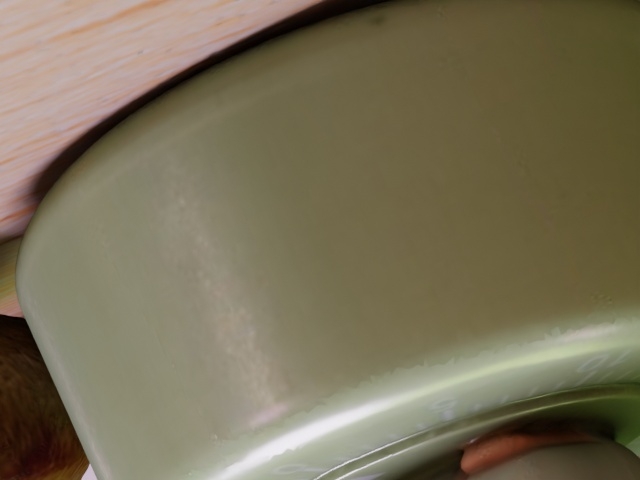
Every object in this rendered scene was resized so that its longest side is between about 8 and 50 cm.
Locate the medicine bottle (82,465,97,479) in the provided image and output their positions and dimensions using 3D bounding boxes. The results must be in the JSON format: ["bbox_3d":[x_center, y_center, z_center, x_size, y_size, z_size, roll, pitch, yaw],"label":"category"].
[{"bbox_3d":[-0.085,0.157,0.995,0.213,0.213,0.379,-24,-175,-2],"label":"medicine bottle"}]

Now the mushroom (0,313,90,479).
[{"bbox_3d":[-0.208,0.131,0.624,0.253,0.153,0.253,-44,171,-9],"label":"mushroom"}]

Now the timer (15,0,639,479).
[{"bbox_3d":[0.059,0.112,0.525,0.291,0.315,0.291,-15,157,-7],"label":"timer"}]
